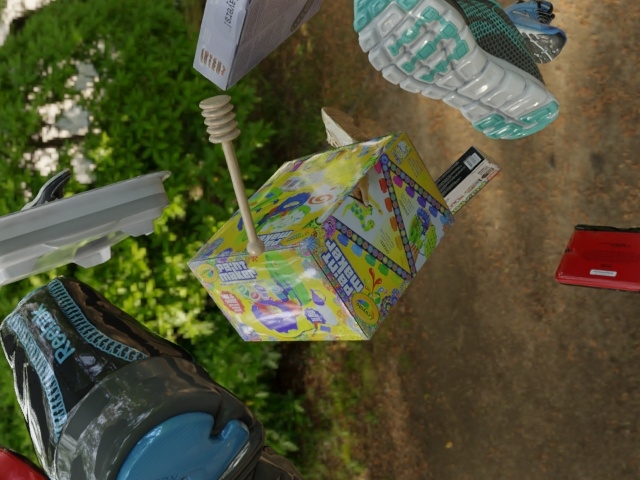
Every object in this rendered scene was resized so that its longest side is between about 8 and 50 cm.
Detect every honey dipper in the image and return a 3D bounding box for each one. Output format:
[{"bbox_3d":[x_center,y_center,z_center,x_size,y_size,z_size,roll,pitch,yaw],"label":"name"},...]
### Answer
[{"bbox_3d":[-0.077,-0.057,0.762,0.030,0.030,0.161,30,140,57],"label":"honey dipper"}]

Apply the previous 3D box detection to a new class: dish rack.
[{"bbox_3d":[-0.355,0.007,1.064,0.333,0.285,0.072,-21,89,57],"label":"dish rack"}]

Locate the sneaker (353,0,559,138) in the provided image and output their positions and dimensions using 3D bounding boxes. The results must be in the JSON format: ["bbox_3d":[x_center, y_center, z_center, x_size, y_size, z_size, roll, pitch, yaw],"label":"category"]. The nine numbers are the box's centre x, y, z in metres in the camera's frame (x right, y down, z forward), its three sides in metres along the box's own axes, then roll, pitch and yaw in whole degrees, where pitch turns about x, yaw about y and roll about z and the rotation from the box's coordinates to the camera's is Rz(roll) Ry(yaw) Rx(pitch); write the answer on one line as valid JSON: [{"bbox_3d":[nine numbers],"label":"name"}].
[{"bbox_3d":[0.083,-0.128,0.505,0.065,0.166,0.076,-26,50,38],"label":"sneaker"}]

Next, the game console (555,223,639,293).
[{"bbox_3d":[0.386,0.023,0.993,0.144,0.085,0.124,4,62,55],"label":"game console"}]

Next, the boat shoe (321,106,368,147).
[{"bbox_3d":[0.037,-0.207,1.566,0.059,0.063,0.170,-70,28,26],"label":"boat shoe"}]

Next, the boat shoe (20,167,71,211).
[{"bbox_3d":[-0.418,-0.062,1.242,0.125,0.046,0.038,-41,92,21],"label":"boat shoe"}]

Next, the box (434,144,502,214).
[{"bbox_3d":[0.218,-0.073,1.414,0.207,0.114,0.036,-45,68,17],"label":"box"}]

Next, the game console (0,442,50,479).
[{"bbox_3d":[-0.295,0.366,0.968,0.342,0.060,0.386,-7,128,52],"label":"game console"}]

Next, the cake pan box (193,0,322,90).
[{"bbox_3d":[-0.055,-0.360,1.074,0.070,0.246,0.267,35,147,5],"label":"cake pan box"}]

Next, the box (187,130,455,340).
[{"bbox_3d":[0.000,0.000,1.259,0.290,0.279,0.177,-8,123,48],"label":"box"}]

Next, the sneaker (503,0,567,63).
[{"bbox_3d":[0.269,-0.280,1.029,0.073,0.063,0.162,-46,28,9],"label":"sneaker"}]

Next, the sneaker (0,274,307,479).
[{"bbox_3d":[-0.089,0.144,0.515,0.139,0.125,0.341,41,155,30],"label":"sneaker"}]
